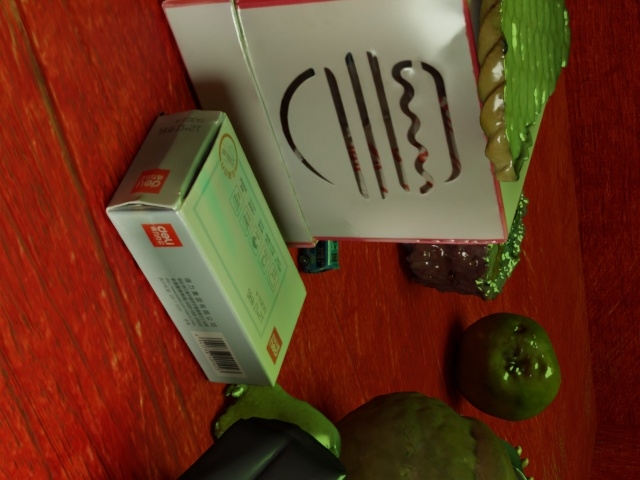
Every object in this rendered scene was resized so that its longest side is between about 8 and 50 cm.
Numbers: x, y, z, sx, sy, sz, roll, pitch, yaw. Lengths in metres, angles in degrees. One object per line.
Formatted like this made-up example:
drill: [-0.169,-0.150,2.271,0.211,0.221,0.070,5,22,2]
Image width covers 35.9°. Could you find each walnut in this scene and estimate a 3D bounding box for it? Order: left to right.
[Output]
walnut: [0.115,0.347,1.228,0.333,0.333,0.332,0,90,-67]

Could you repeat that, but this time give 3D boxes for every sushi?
sushi: [0.245,-0.017,1.679,0.270,0.171,0.236,-57,142,-49]

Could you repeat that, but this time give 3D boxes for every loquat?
loquat: [0.359,0.250,1.931,0.246,0.214,0.213,105,-10,-78]

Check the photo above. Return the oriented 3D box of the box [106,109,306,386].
box: [-0.100,0.012,0.960,0.269,0.079,0.135,67,31,-43]

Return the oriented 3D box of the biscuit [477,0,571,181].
biscuit: [0.188,-0.195,0.923,0.273,0.036,0.187,-54,139,-50]

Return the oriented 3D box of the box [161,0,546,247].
box: [0.065,-0.202,1.064,0.312,0.300,0.314,-64,146,-45]

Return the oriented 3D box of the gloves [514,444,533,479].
gloves: [0.418,0.551,2.174,0.164,0.124,0.203,85,-13,-80]

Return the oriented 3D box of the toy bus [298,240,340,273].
toy bus: [0.000,0.000,1.244,0.038,0.046,0.083,3,87,-67]

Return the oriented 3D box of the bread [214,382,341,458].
bread: [-0.039,0.221,1.078,0.103,0.110,0.156,-66,148,-33]

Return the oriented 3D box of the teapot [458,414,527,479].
teapot: [0.319,0.439,1.908,0.239,0.162,0.149,53,23,-9]

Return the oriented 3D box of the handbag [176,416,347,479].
handbag: [-0.095,0.353,0.839,0.342,0.152,0.288,-42,142,-28]
